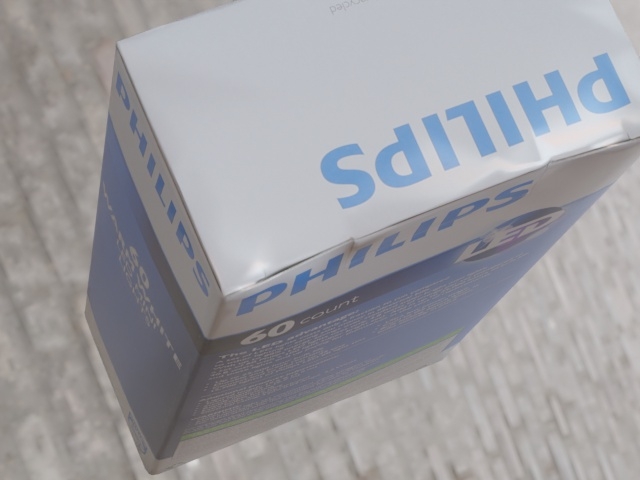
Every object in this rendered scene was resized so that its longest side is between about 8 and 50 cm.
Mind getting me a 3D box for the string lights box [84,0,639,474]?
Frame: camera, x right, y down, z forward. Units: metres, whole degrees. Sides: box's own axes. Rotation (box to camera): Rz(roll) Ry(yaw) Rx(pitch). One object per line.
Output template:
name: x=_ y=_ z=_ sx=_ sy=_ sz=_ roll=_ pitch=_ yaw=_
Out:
string lights box: x=0.000 y=0.000 z=0.541 sx=0.260 sy=0.133 sz=0.077 roll=119 pitch=-51 yaw=-69
